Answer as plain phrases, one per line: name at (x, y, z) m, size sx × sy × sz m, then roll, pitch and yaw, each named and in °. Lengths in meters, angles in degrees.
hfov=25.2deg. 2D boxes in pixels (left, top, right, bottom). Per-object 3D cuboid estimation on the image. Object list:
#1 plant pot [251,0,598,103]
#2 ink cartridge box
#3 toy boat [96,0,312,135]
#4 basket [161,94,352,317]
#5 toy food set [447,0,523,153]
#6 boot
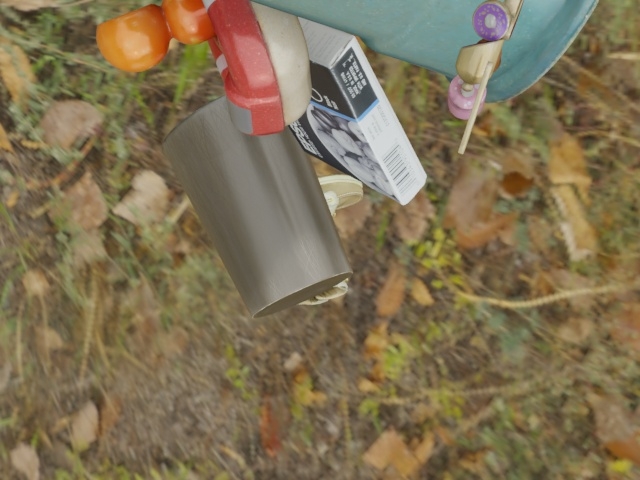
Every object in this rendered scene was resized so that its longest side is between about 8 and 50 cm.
plant pot at (-0.008, -0.288, 0.907) m, size 0.334 × 0.341 × 0.341 m, roll 11°, pitch 96°, yaw -17°
ink cartridge box at (-0.013, -0.144, 1.363) m, size 0.045 × 0.208 × 0.206 m, roll -47°, pitch 139°, yaw -13°
toy boat at (-0.108, -0.184, 1.154) m, size 0.151 × 0.151 × 0.231 m, roll -21°, pitch 70°, yaw -6°
basket at (-0.066, -0.039, 1.641) m, size 0.154 × 0.204 × 0.226 m, roll -22°, pitch 81°, yaw -21°
toy food set at (0.086, -0.103, 0.739) m, size 0.019 × 0.122 × 0.078 m, roll 20°, pitch 134°, yaw 6°
boot at (0.000, 0.000, 1.951) m, size 0.213 × 0.077 × 0.165 m, roll -14°, pitch 71°, yaw -42°
